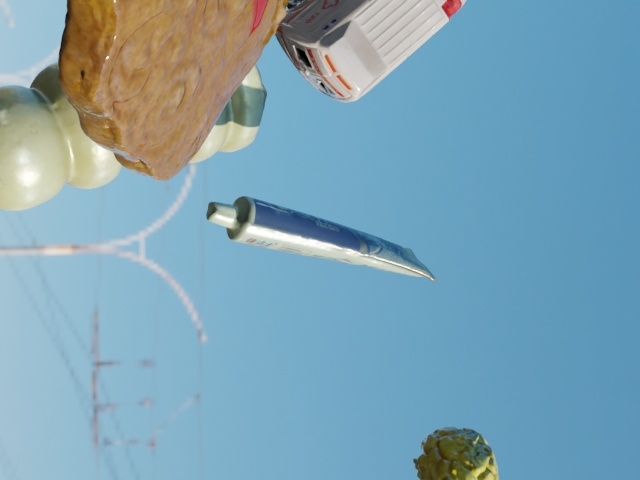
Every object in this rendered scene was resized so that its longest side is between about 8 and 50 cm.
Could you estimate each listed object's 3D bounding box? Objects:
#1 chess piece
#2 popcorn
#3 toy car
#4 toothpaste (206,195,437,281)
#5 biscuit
[{"bbox_3d":[-0.244,-0.138,1.513,0.182,0.330,0.182,38,-40,40],"label":"chess piece"},{"bbox_3d":[0.179,0.304,1.787,0.120,0.116,0.106,24,-20,35],"label":"popcorn"},{"bbox_3d":[0.065,-0.206,1.134,0.089,0.209,0.108,52,-7,-24],"label":"toy car"},{"bbox_3d":[0.001,0.000,1.418,0.069,0.268,0.047,-8,-109,56],"label":"toothpaste"},{"bbox_3d":[-0.065,-0.169,0.810,0.257,0.049,0.273,-60,164,-19],"label":"biscuit"}]
